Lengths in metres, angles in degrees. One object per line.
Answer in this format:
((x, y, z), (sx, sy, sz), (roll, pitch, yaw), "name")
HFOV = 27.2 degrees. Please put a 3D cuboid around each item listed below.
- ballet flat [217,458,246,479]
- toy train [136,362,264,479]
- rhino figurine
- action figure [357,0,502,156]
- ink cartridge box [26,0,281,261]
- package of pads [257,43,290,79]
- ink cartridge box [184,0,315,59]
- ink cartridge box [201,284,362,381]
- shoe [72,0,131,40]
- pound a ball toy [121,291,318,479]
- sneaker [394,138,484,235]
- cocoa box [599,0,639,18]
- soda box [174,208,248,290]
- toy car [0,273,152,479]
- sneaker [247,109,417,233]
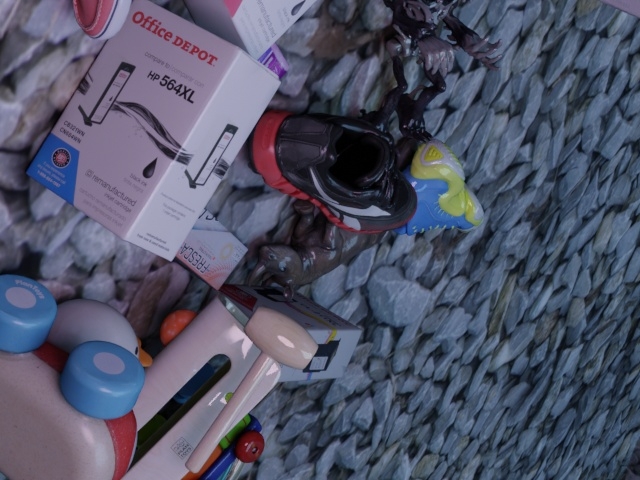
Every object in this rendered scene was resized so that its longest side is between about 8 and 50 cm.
((-0.170, 0.354, 1.730), (0.248, 0.086, 0.086), (-55, 151, -7), "ballet flat")
((-0.190, 0.269, 1.599), (0.248, 0.105, 0.143), (-46, 138, -21), "toy train")
((0.000, 0.000, 1.653), (0.243, 0.073, 0.106), (-34, 140, -34), "rhino figurine")
((0.138, -0.238, 1.573), (0.164, 0.141, 0.276), (-14, 131, -43), "action figure")
((-0.156, -0.107, 1.237), (0.203, 0.148, 0.086), (-59, 149, 0), "ink cartridge box")
((-0.068, -0.194, 1.407), (0.050, 0.032, 0.083), (-50, 150, -9), "package of pads")
((-0.039, -0.305, 1.268), (0.218, 0.092, 0.158), (-48, 152, -11), "ink cartridge box")
((-0.051, 0.113, 1.625), (0.175, 0.127, 0.072), (5, 111, -59), "ink cartridge box")
((-0.205, -0.254, 1.118), (0.081, 0.063, 0.178), (-19, 127, -47), "shoe")
((-0.159, 0.170, 1.415), (0.319, 0.136, 0.208), (-45, -177, 1), "pound a ball toy")
((0.146, -0.052, 1.836), (0.126, 0.091, 0.240), (-37, 149, 0), "sneaker")
((0.457, -0.431, 1.775), (0.347, 0.231, 0.228), (-9, 124, -54), "cocoa box")
((-0.149, -0.012, 1.430), (0.063, 0.058, 0.183), (-54, 151, -7), "soda box")
((-0.237, 0.138, 1.316), (0.238, 0.210, 0.219), (-35, 156, -56), "toy car")
((0.045, -0.073, 1.526), (0.276, 0.135, 0.098), (27, 70, -48), "sneaker")
